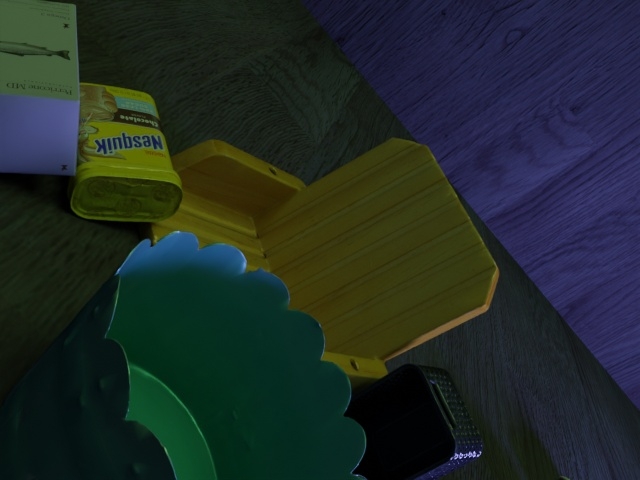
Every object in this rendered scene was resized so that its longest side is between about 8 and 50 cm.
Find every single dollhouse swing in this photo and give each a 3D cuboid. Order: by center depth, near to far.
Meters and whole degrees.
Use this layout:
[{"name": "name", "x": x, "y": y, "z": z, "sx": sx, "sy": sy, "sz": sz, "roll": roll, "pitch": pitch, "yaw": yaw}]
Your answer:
[{"name": "dollhouse swing", "x": 0.000, "y": 0.000, "z": 0.816, "sx": 0.315, "sy": 0.305, "sz": 0.347, "roll": 22, "pitch": 38, "yaw": -51}]

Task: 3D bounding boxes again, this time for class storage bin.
[{"name": "storage bin", "x": 0.092, "y": 0.245, "z": 0.792, "sx": 0.084, "sy": 0.180, "sz": 0.122, "roll": 22, "pitch": 37, "yaw": -52}]

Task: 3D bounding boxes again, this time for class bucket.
[{"name": "bucket", "x": -0.113, "y": 0.153, "z": 0.534, "sx": 0.281, "sy": 0.183, "sz": 0.281, "roll": 42, "pitch": 25, "yaw": -25}]

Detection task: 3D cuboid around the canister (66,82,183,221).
[{"name": "canister", "x": -0.246, "y": -0.110, "z": 0.772, "sx": 0.126, "sy": 0.073, "sz": 0.170, "roll": 2, "pitch": 48, "yaw": -32}]

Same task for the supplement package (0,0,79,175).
[{"name": "supplement package", "x": -0.313, "y": -0.167, "z": 0.673, "sx": 0.105, "sy": 0.105, "sz": 0.179, "roll": 1, "pitch": 49, "yaw": -25}]

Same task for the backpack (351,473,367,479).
[{"name": "backpack", "x": 0.024, "y": 0.309, "z": 0.697, "sx": 0.105, "sy": 0.084, "sz": 0.114, "roll": 60, "pitch": 21, "yaw": 10}]

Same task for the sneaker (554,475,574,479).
[{"name": "sneaker", "x": 0.549, "y": 0.546, "z": 1.349, "sx": 0.232, "sy": 0.090, "sz": 0.115, "roll": 9, "pitch": 44, "yaw": -60}]
